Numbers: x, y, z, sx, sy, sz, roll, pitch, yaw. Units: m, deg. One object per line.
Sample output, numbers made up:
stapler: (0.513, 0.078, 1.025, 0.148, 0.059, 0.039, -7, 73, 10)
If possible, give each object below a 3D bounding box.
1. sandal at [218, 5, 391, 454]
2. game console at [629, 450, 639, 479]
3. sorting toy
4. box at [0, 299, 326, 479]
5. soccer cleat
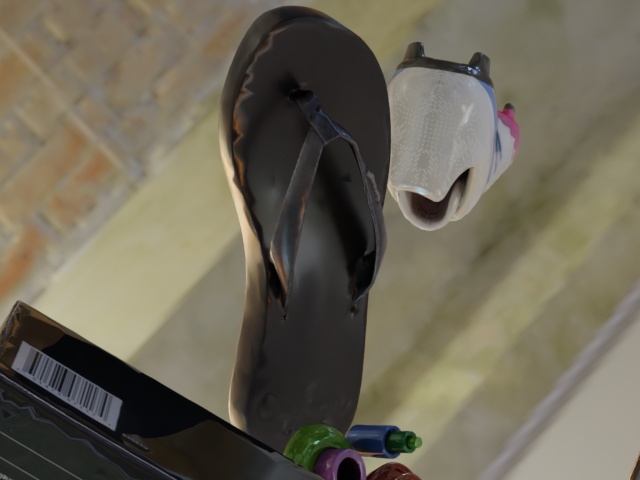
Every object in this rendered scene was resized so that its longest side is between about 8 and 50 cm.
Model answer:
sandal: (0.001, 0.000, 1.061, 0.097, 0.254, 0.054, -11, -159, -27)
game console: (0.278, 0.101, 1.277, 0.085, 0.124, 0.144, -73, 177, -49)
sorting toy: (0.028, 0.122, 0.996, 0.042, 0.102, 0.061, -5, -117, 43)
box: (-0.062, 0.174, 0.800, 0.184, 0.261, 0.103, -56, -171, 10)
soccer cleat: (0.103, -0.074, 1.745, 0.116, 0.331, 0.143, 12, -95, 12)
